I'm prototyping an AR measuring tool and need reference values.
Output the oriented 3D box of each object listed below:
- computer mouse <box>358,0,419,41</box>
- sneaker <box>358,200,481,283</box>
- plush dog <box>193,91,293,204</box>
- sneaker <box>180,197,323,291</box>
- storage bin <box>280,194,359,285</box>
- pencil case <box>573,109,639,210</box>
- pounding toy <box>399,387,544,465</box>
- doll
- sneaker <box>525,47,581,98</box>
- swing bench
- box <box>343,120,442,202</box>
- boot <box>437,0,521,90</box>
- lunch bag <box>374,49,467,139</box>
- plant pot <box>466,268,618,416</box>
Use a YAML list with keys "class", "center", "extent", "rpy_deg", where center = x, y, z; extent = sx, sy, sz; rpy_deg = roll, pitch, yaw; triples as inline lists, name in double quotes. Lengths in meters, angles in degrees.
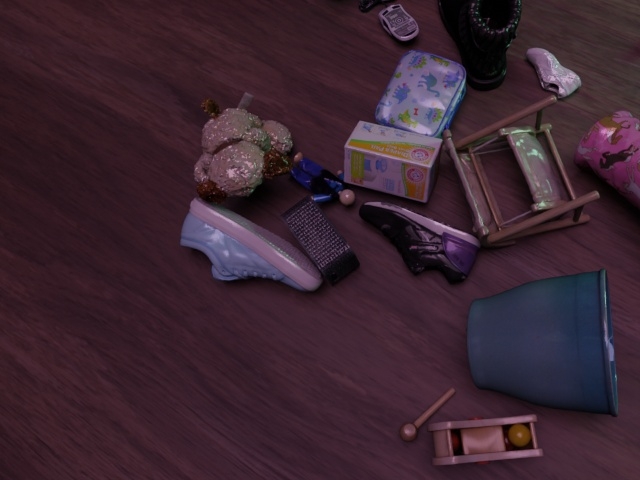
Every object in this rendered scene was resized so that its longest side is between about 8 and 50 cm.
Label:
- class: "computer mouse"
  center: [0.184, -0.566, 1.684]
  extent: [0.106, 0.042, 0.193]
  rpy_deg: [-27, 63, -3]
- class: "sneaker"
  center: [0.202, 0.005, 1.459]
  extent: [0.283, 0.107, 0.124]
  rpy_deg: [22, 83, 17]
- class: "plush dog"
  center: [-0.193, -0.196, 1.522]
  extent: [0.262, 0.210, 0.225]
  rpy_deg: [-26, 50, 4]
- class: "sneaker"
  center: [-0.167, 0.045, 1.521]
  extent: [0.366, 0.135, 0.150]
  rpy_deg: [31, 102, 19]
- class: "storage bin"
  center: [0.000, 0.000, 1.488]
  extent: [0.084, 0.122, 0.180]
  rpy_deg: [-37, 69, -2]
- class: "pencil case"
  center: [0.694, -0.105, 1.329]
  extent: [0.160, 0.167, 0.386]
  rpy_deg: [-20, 54, -27]
- class: "pounding toy"
  center: [0.285, 0.359, 1.295]
  extent: [0.269, 0.154, 0.155]
  rpy_deg: [-8, 71, 8]
- class: "doll"
  center: [0.002, -0.135, 1.563]
  extent: [0.189, 0.046, 0.129]
  rpy_deg: [33, 60, 22]
- class: "sneaker"
  center: [0.535, -0.395, 1.549]
  extent: [0.061, 0.054, 0.152]
  rpy_deg: [-43, 70, -1]
- class: "swing bench"
  center: [0.423, -0.137, 1.430]
  extent: [0.254, 0.165, 0.253]
  rpy_deg: [-18, 70, 9]
- class: "box"
  center: [0.165, -0.180, 1.504]
  extent: [0.203, 0.114, 0.103]
  rpy_deg: [16, 50, 15]
- class: "boot"
  center: [0.364, -0.547, 1.522]
  extent: [0.131, 0.260, 0.348]
  rpy_deg: [-18, 70, 5]
- class: "lunch bag"
  center: [0.242, -0.330, 1.566]
  extent: [0.176, 0.090, 0.219]
  rpy_deg: [22, 78, 18]
- class: "plant pot"
  center: [0.427, 0.196, 1.277]
  extent: [0.255, 0.271, 0.272]
  rpy_deg: [-4, 70, 26]
